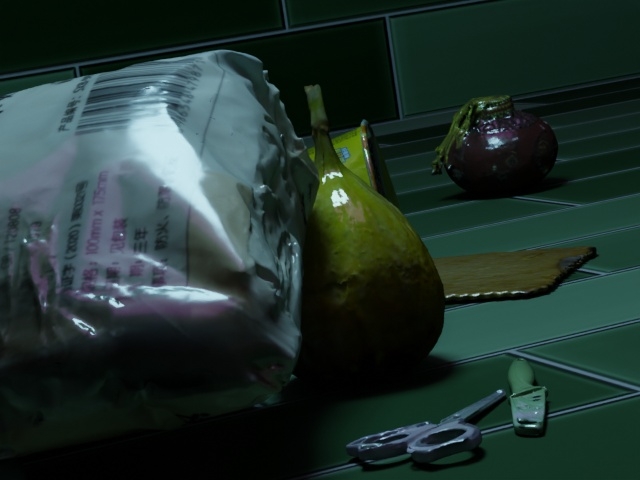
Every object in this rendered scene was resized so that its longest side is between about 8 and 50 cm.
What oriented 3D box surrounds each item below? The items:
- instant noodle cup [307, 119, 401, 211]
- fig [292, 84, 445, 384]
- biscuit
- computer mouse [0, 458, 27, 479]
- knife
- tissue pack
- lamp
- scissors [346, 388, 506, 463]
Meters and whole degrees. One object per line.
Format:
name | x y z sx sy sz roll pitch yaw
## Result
instant noodle cup | 0.000 0.000 1.757 0.153 0.205 0.205 -14 8 6
fig | 0.017 -0.008 1.583 0.159 0.257 0.159 -11 -7 -1
biscuit | 0.147 0.037 1.951 0.237 0.013 0.232 -4 10 23
computer mouse | -0.239 0.173 1.320 0.066 0.039 0.096 -8 2 -24
knife | 0.154 0.114 1.410 0.030 0.014 0.207 -8 10 6
tissue pack | -0.186 0.014 1.395 0.390 0.195 0.375 -7 30 13
lamp | 0.243 -0.132 2.584 0.156 0.135 0.157 -1 9 42
scissors | 0.094 0.130 1.357 0.100 0.015 0.189 -7 7 30
